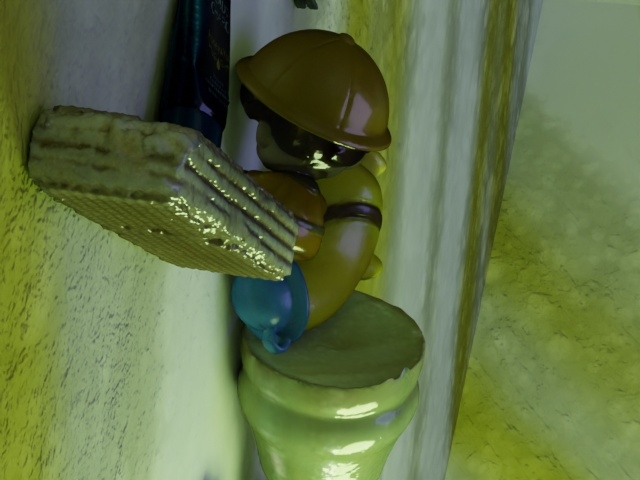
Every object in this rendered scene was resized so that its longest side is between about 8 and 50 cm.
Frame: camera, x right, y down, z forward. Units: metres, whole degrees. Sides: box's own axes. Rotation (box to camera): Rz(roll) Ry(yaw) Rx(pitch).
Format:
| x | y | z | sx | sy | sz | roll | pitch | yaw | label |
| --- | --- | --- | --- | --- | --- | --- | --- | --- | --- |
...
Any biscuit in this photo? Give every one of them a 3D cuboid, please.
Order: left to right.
| x | y | z | sx | sy | sz | roll | pitch | yaw | label |
| --- | --- | --- | --- | --- | --- | --- | --- | --- | --- |
| -0.125 | -0.034 | 1.585 | 0.426 | 0.144 | 0.078 | 37 | 62 | -74 | biscuit |

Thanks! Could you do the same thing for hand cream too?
| x | y | z | sx | sy | sz | roll | pitch | yaw | label |
| --- | --- | --- | --- | --- | --- | --- | --- | --- | --- |
| -0.120 | -0.194 | 1.739 | 0.120 | 0.061 | 0.270 | 58 | 32 | -63 | hand cream |

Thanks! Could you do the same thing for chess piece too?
| x | y | z | sx | sy | sz | roll | pitch | yaw | label |
| --- | --- | --- | --- | --- | --- | --- | --- | --- | --- |
| -0.003 | 0.299 | 2.160 | 0.234 | 0.234 | 0.442 | -59 | 157 | -61 | chess piece |

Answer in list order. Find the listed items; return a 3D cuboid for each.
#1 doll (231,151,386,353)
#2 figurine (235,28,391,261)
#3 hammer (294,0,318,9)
| x | y | z | sx | sy | sz | roll | pitch | yaw | label |
| --- | --- | --- | --- | --- | --- | --- | --- | --- | --- |
| 0.000 | 0.000 | 2.101 | 0.199 | 0.145 | 0.363 | 43 | 44 | -20 | doll |
| -0.016 | -0.106 | 1.947 | 0.192 | 0.167 | 0.256 | 14 | 85 | -50 | figurine |
| 0.003 | -0.362 | 2.220 | 0.246 | 0.029 | 0.103 | -58 | 152 | -64 | hammer |
